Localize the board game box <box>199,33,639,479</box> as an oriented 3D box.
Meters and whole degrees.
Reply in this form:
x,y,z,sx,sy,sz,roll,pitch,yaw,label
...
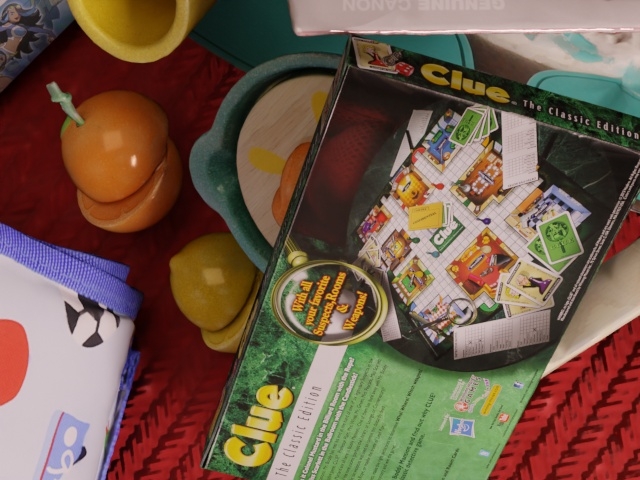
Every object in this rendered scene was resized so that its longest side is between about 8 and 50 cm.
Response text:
x,y,z,sx,sy,sz,roll,pitch,yaw,label
0.040,0.031,0.863,0.136,0.260,0.030,15,42,-8,board game box

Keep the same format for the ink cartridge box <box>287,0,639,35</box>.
x,y,z,sx,sy,sz,roll,pitch,yaw,label
0.096,-0.189,0.903,0.296,0.066,0.261,-2,63,-18,ink cartridge box

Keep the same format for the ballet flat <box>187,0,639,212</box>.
x,y,z,sx,sy,sz,roll,pitch,yaw,label
0.111,-0.103,0.956,0.409,0.147,0.147,23,84,15,ballet flat

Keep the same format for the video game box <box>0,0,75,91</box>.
x,y,z,sx,sy,sz,roll,pitch,yaw,label
-0.243,-0.131,0.990,0.187,0.205,0.048,-43,44,2,video game box

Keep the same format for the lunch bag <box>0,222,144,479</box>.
x,y,z,sx,sy,sz,roll,pitch,yaw,label
-0.295,0.118,0.905,0.385,0.239,0.328,19,80,-21,lunch bag

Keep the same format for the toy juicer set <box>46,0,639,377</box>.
x,y,z,sx,sy,sz,roll,pitch,yaw,label
0.000,0.000,0.916,0.329,0.089,0.209,33,128,10,toy juicer set
